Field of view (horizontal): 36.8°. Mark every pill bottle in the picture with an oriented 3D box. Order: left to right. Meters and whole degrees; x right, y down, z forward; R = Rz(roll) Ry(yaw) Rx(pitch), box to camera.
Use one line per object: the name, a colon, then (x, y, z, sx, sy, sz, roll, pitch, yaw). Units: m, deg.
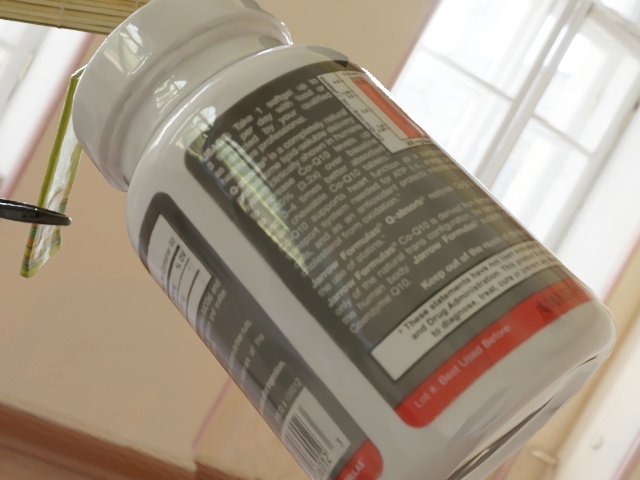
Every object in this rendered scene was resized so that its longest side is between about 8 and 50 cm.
pill bottle: (0.000, 0.000, 0.652, 0.363, 0.210, 0.210, 49, 11, 21)

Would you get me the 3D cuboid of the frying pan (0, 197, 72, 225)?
frying pan: (-0.371, -0.048, 0.829, 0.326, 0.053, 0.197, 12, 11, -19)

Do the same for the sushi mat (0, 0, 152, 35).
sushi mat: (-0.244, -0.274, 0.927, 0.317, 0.151, 0.019, 6, -13, -11)

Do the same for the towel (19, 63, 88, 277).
towel: (-0.280, -0.077, 1.050, 0.021, 0.237, 0.102, 19, 22, -6)
